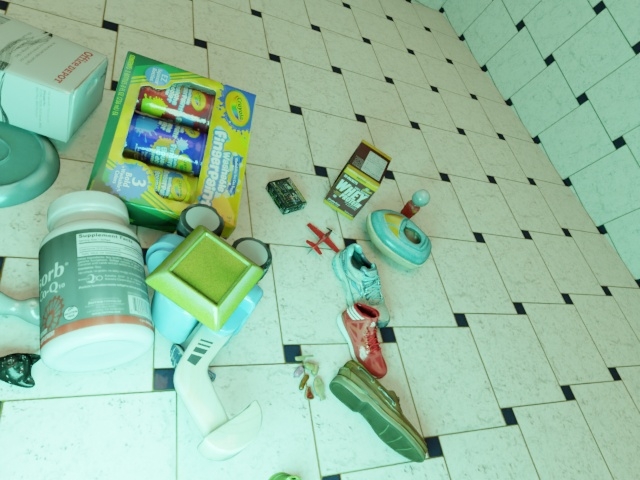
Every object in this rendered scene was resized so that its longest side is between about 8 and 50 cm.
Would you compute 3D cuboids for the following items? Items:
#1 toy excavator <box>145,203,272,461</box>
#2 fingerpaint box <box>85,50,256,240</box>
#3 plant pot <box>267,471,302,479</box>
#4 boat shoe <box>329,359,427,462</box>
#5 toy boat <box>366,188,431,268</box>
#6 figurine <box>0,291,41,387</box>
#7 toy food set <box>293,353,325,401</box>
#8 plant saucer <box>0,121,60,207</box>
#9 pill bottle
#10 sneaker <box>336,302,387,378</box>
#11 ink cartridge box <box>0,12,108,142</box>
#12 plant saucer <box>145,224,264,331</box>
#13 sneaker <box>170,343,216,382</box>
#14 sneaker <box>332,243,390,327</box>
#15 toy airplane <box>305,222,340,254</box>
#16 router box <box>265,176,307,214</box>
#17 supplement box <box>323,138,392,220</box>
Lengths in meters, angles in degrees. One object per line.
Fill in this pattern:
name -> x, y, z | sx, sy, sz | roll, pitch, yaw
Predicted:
toy excavator -> -0.265, 0.197, 0.985 | 0.433, 0.222, 0.445 | 34, 45, -2
fingerpaint box -> -0.402, -0.254, 1.217 | 0.372, 0.163, 0.443 | 14, 68, -21
plant pot -> -0.071, 0.548, 0.941 | 0.084, 0.079, 0.083 | 15, 51, -20
boat shoe -> 0.170, 0.441, 1.137 | 0.307, 0.110, 0.104 | 43, 48, 5
toy boat -> 0.309, -0.062, 1.565 | 0.268, 0.148, 0.318 | 35, 47, -2
figurine -> -0.668, 0.186, 0.878 | 0.210, 0.092, 0.214 | 19, 48, -27
toy food set -> -0.034, 0.367, 1.140 | 0.078, 0.019, 0.122 | 0, 65, -29
plant saucer -> -0.848, -0.219, 1.097 | 0.318, 0.043, 0.317 | 16, 50, -20
pill bottle -> -0.500, 0.084, 0.955 | 0.211, 0.210, 0.362 | -3, 58, -31
sneaker -> 0.136, 0.279, 1.226 | 0.087, 0.128, 0.221 | -23, 70, -39
ink cartridge box -> -0.836, -0.464, 1.174 | 0.396, 0.166, 0.285 | 18, 39, -17
plant saucer -> -0.239, 0.068, 0.932 | 0.188, 0.045, 0.188 | 37, 53, -2
sneaker -> -0.303, 0.295, 1.024 | 0.135, 0.052, 0.058 | 44, 27, 14
sneaker -> 0.135, 0.136, 1.335 | 0.110, 0.122, 0.282 | -14, 65, -37
toy airplane -> 0.000, 0.000, 1.424 | 0.151, 0.028, 0.151 | 16, 51, -21
router box -> -0.116, -0.153, 1.466 | 0.092, 0.038, 0.122 | -20, 69, -38
supplement box -> 0.133, -0.216, 1.549 | 0.129, 0.191, 0.194 | 33, 46, -5
